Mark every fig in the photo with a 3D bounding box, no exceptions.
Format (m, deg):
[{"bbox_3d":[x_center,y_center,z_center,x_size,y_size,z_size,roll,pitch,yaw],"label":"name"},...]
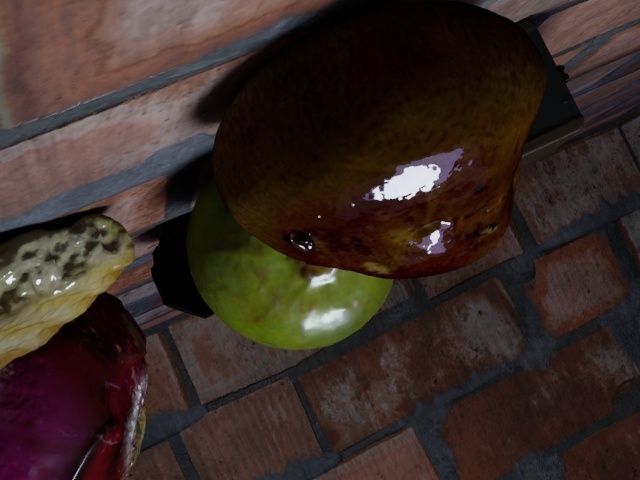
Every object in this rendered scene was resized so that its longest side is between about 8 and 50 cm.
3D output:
[{"bbox_3d":[-0.046,0.004,1.273,0.258,0.258,0.326,-24,-172,-20],"label":"fig"}]

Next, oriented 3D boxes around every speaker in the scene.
[{"bbox_3d":[0.220,-0.163,1.339,0.192,0.153,0.231,-26,176,0],"label":"speaker"}]

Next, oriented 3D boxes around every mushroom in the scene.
[{"bbox_3d":[0.055,-0.108,0.992,0.345,0.259,0.345,-11,149,-7],"label":"mushroom"}]

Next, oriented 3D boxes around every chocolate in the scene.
[{"bbox_3d":[-0.200,0.038,1.548,0.156,0.156,0.133,-23,-172,-26],"label":"chocolate"}]

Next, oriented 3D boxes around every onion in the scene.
[{"bbox_3d":[-0.468,0.232,1.499,0.420,0.398,0.398,19,176,2],"label":"onion"}]

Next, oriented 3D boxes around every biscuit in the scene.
[{"bbox_3d":[-0.350,0.070,1.145,0.213,0.091,0.274,-44,173,34],"label":"biscuit"}]
